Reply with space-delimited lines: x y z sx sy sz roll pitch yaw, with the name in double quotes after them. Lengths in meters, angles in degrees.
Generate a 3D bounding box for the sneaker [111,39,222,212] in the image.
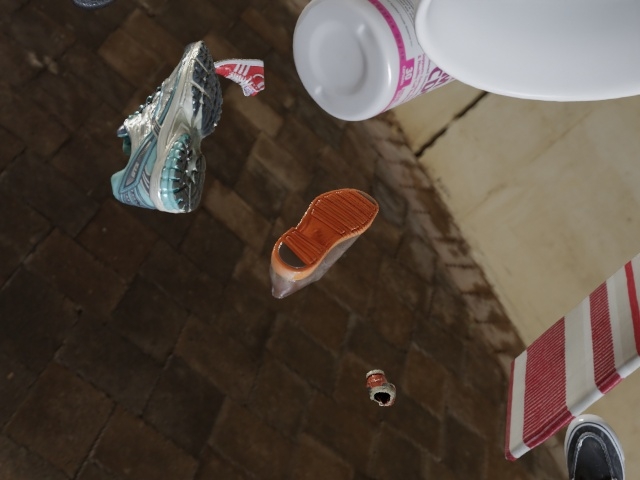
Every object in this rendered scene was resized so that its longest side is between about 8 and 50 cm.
-0.217 -0.168 1.282 0.110 0.122 0.282 72 23 -54 "sneaker"

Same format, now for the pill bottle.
0.114 -0.269 1.207 0.283 0.160 0.160 -30 78 -40 "pill bottle"

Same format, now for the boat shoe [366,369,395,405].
0.115 0.285 1.729 0.137 0.049 0.043 65 9 -58 "boat shoe"

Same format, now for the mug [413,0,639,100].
0.251 -0.311 0.810 0.374 0.276 0.327 21 66 -45 "mug"

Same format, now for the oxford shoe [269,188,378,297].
0.000 0.000 2.096 0.130 0.132 0.364 38 47 16 "oxford shoe"

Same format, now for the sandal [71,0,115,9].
-0.357 -0.480 1.527 0.097 0.054 0.254 12 65 -16 "sandal"

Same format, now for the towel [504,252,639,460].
0.376 0.140 1.251 0.037 0.329 0.237 40 29 -6 "towel"

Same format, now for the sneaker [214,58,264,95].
-0.154 -0.305 1.749 0.119 0.042 0.066 -9 91 -37 "sneaker"

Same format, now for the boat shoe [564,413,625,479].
0.507 0.475 1.711 0.102 0.108 0.301 -34 121 -70 "boat shoe"
